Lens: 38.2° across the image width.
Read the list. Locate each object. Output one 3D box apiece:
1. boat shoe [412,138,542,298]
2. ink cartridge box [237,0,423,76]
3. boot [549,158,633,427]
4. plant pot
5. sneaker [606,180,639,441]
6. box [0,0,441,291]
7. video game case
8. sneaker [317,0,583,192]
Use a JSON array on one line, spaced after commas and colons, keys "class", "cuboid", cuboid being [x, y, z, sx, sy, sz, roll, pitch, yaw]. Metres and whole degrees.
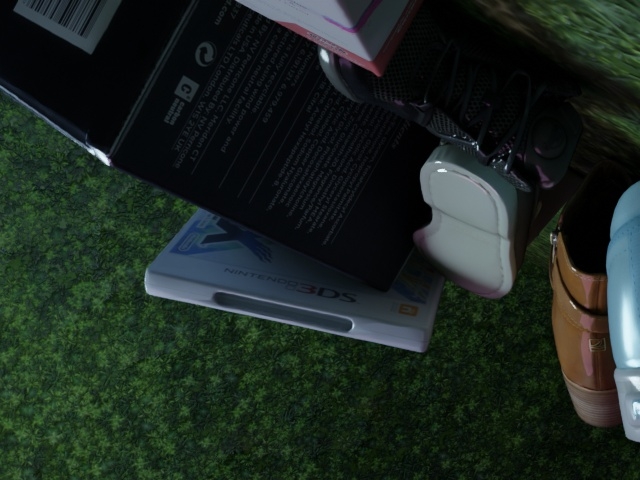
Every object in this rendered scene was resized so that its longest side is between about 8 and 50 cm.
[{"class": "boat shoe", "cuboid": [0.150, -0.030, 0.851, 0.109, 0.091, 0.305, 28, 164, 15]}, {"class": "ink cartridge box", "cuboid": [-0.021, -0.129, 0.328, 0.115, 0.067, 0.198, 30, -176, 8]}, {"class": "boot", "cuboid": [0.254, 0.004, 0.863, 0.109, 0.283, 0.220, 1, 138, 21]}, {"class": "plant pot", "cuboid": [0.201, -0.052, 0.994, 0.096, 0.109, 0.109, 40, -177, 2]}, {"class": "sneaker", "cuboid": [0.276, 0.014, 0.531, 0.135, 0.150, 0.366, -9, 176, 38]}, {"class": "box", "cuboid": [-0.085, -0.146, 0.881, 0.293, 0.212, 0.395, 32, -176, 40]}, {"class": "video game case", "cuboid": [0.000, 0.000, 1.068, 0.300, 0.036, 0.329, 11, -152, 9]}, {"class": "sneaker", "cuboid": [0.096, -0.100, 0.597, 0.130, 0.087, 0.227, 30, -175, 33]}]
